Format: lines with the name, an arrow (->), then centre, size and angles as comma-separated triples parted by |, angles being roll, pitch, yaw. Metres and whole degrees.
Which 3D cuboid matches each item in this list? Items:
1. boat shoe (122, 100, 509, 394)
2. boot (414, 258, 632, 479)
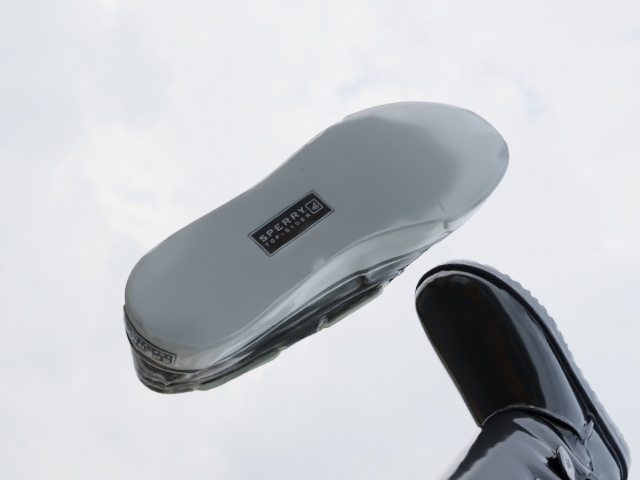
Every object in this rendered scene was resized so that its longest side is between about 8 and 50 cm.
boat shoe -> 0.000, 0.000, 0.448 | 0.078, 0.219, 0.070 | 50, -27, 22
boot -> 0.168, 0.224, 0.978 | 0.367, 0.445, 0.146 | 49, -58, 8
